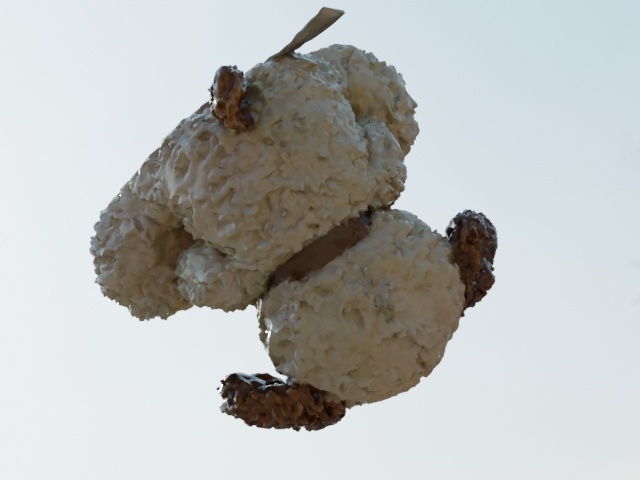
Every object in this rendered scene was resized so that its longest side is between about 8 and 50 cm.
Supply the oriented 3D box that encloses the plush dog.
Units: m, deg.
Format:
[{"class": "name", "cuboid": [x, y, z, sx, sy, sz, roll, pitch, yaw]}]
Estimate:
[{"class": "plush dog", "cuboid": [0.000, 0.000, 0.967, 0.262, 0.225, 0.210, -36, -4, -11]}]
